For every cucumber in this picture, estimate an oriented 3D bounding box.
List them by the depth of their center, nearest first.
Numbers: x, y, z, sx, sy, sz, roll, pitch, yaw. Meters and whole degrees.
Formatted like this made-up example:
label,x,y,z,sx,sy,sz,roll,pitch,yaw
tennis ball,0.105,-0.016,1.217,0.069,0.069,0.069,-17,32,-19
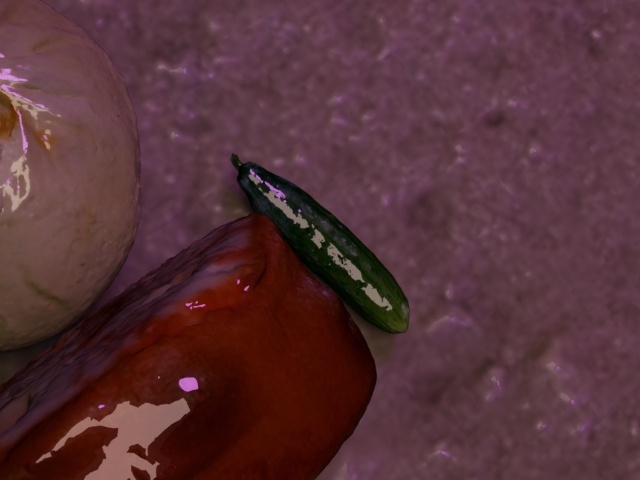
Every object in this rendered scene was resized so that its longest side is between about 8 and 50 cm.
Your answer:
label,x,y,z,sx,sy,sz,roll,pitch,yaw
cucumber,0.000,0.000,0.976,0.155,0.037,0.037,44,77,-7

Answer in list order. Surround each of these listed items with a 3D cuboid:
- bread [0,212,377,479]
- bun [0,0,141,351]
label,x,y,z,sx,sy,sz,roll,pitch,yaw
bread,-0.122,0.116,0.796,0.114,0.327,0.295,52,36,-5
bun,-0.199,-0.046,0.887,0.222,0.127,0.222,1,87,-14
